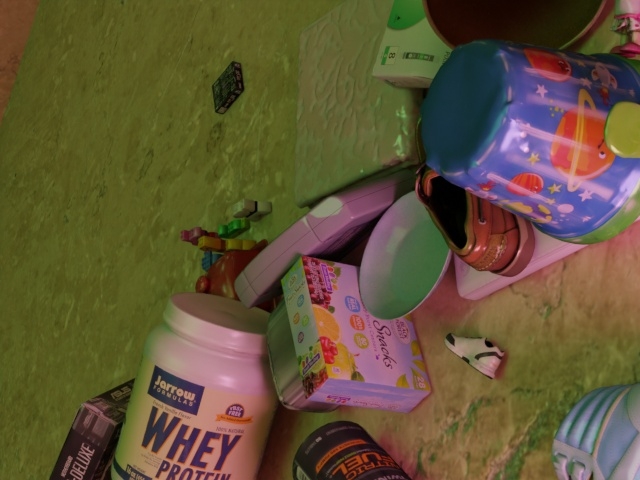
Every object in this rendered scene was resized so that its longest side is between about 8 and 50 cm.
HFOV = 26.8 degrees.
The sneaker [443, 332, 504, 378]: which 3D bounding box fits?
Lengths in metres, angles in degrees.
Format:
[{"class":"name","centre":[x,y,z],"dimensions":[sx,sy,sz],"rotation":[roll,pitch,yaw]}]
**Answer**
[{"class":"sneaker","centre":[0.206,0.145,1.786],"dimensions":[0.043,0.040,0.109],"rotation":[-58,37,1]}]

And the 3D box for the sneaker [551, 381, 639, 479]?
[{"class":"sneaker","centre":[0.333,0.299,1.444],"dimensions":[0.208,0.127,0.319],"rotation":[-11,60,54]}]

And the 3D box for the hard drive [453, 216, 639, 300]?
[{"class":"hard drive","centre":[0.280,-0.067,1.734],"dimensions":[0.307,0.040,0.203],"rotation":[-32,53,48]}]

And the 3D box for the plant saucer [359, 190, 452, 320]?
[{"class":"plant saucer","centre":[0.129,0.024,1.862],"dimensions":[0.195,0.037,0.195],"rotation":[-33,45,41]}]

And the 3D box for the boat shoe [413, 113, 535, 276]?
[{"class":"boat shoe","centre":[0.180,-0.086,1.758],"dimensions":[0.110,0.104,0.307],"rotation":[-57,37,29]}]

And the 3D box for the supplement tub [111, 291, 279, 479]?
[{"class":"supplement tub","centre":[-0.190,0.268,2.166],"dimensions":[0.235,0.235,0.324],"rotation":[32,109,57]}]

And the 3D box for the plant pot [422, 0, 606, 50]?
[{"class":"plant pot","centre":[0.244,-0.398,1.769],"dimensions":[0.237,0.237,0.254],"rotation":[-53,24,34]}]

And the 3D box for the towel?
[{"class":"towel","centre":[0.062,-0.237,2.130],"dimensions":[0.317,0.053,0.331],"rotation":[-24,60,54]}]

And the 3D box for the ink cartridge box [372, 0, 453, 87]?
[{"class":"ink cartridge box","centre":[0.185,-0.308,1.908],"dimensions":[0.225,0.056,0.181],"rotation":[8,79,52]}]

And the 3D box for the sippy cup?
[{"class":"sippy cup","centre":[0.246,-0.128,1.560],"dimensions":[0.305,0.224,0.240],"rotation":[-42,46,42]}]

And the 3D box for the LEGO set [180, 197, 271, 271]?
[{"class":"LEGO set","centre":[-0.186,-0.003,2.401],"dimensions":[0.227,0.093,0.087],"rotation":[-30,55,50]}]

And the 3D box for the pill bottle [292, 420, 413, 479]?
[{"class":"pill bottle","centre":[0.068,0.359,1.835],"dimensions":[0.246,0.130,0.130],"rotation":[41,114,54]}]

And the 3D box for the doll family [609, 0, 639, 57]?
[{"class":"doll family","centre":[0.429,-0.300,1.540],"dimensions":[0.263,0.118,0.163],"rotation":[-178,93,-76]}]

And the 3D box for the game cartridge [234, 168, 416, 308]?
[{"class":"game cartridge","centre":[0.000,0.000,2.012],"dimensions":[0.297,0.198,0.062],"rotation":[-41,73,44]}]

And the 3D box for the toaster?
[{"class":"toaster","centre":[0.004,0.162,2.013],"dimensions":[0.146,0.129,0.227],"rotation":[-48,44,44]}]

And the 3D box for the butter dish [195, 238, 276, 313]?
[{"class":"butter dish","centre":[-0.159,0.087,2.303],"dimensions":[0.160,0.118,0.160],"rotation":[-40,47,43]}]

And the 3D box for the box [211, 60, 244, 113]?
[{"class":"box","centre":[-0.177,-0.291,2.560],"dimensions":[0.083,0.018,0.067],"rotation":[-44,45,42]}]

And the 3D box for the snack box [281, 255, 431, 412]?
[{"class":"snack box","centre":[0.049,0.133,1.901],"dimensions":[0.070,0.175,0.207],"rotation":[-49,41,40]}]

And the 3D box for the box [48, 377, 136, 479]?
[{"class":"box","centre":[-0.350,0.360,2.355],"dimensions":[0.077,0.307,0.242],"rotation":[31,111,16]}]
